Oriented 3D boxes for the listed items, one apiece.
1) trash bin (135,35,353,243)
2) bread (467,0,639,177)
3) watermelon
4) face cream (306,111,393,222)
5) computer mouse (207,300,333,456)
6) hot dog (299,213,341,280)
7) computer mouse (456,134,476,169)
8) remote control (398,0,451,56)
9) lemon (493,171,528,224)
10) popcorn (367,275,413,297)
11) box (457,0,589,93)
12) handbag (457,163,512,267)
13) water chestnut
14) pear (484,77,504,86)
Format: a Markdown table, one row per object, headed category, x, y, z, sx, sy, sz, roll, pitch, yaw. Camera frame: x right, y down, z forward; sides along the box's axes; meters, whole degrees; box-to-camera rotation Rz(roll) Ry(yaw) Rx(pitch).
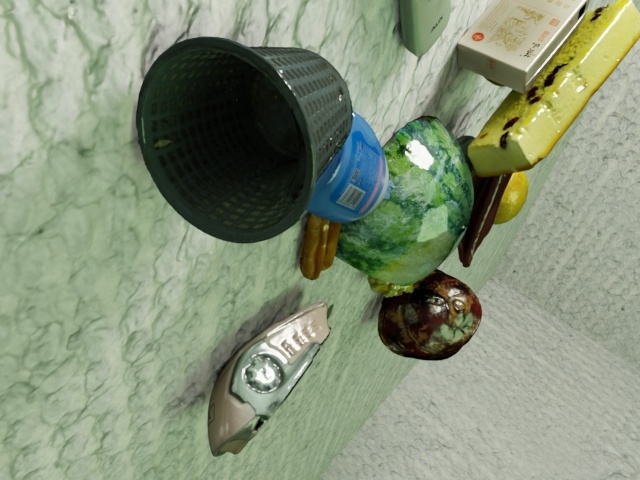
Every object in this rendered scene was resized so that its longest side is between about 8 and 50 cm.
| category | x | y | z | sx | sy | sz | roll | pitch | yaw |
| --- | --- | --- | --- | --- | --- | --- | --- | --- | --- |
| trash bin | -0.052 | -0.109 | 0.547 | 0.161 | 0.176 | 0.175 | -47 | 162 | -54 |
| bread | 0.402 | -0.260 | 1.022 | 0.361 | 0.077 | 0.138 | -49 | -160 | -12 |
| watermelon | 0.152 | -0.077 | 1.058 | 0.305 | 0.224 | 0.180 | -62 | -158 | 12 |
| face cream | 0.037 | -0.098 | 0.832 | 0.264 | 0.083 | 0.148 | 15 | 94 | -68 |
| computer mouse | -0.080 | 0.201 | 1.013 | 0.199 | 0.115 | 0.389 | -52 | 178 | 43 |
| hot dog | 0.000 | 0.000 | 0.961 | 0.071 | 0.045 | 0.165 | -38 | 154 | -33 |
| computer mouse | 0.288 | -0.140 | 1.302 | 0.197 | 0.095 | 0.331 | -64 | 163 | 15 |
| remote control | 0.124 | -0.344 | 0.712 | 0.090 | 0.038 | 0.309 | -51 | 158 | -10 |
| lemon | 0.466 | -0.134 | 1.578 | 0.170 | 0.170 | 0.207 | -48 | 159 | -17 |
| popcorn | 0.163 | 0.077 | 1.334 | 0.120 | 0.116 | 0.106 | -47 | 176 | -19 |
| box | 0.349 | -0.363 | 1.020 | 0.201 | 0.141 | 0.058 | -50 | 154 | -14 |
| handbag | 0.346 | -0.103 | 1.236 | 0.260 | 0.084 | 0.275 | -37 | 148 | -53 |
| water chestnut | 0.292 | 0.210 | 1.607 | 0.289 | 0.289 | 0.244 | -36 | 128 | -39 |
| pear | 0.352 | -0.347 | 1.110 | 0.131 | 0.107 | 0.107 | -53 | 161 | -32 |
